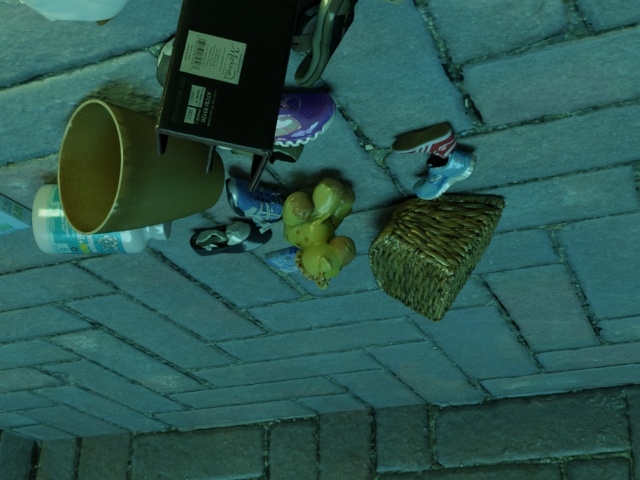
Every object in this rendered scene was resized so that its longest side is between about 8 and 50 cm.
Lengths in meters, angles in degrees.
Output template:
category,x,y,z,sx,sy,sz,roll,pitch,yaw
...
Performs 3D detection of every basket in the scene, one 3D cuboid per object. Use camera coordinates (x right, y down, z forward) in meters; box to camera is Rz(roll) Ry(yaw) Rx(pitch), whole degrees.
category,x,y,z,sx,sy,sz,roll,pitch,yaw
basket,0.245,0.003,2.117,0.213,0.223,0.299,31,159,13

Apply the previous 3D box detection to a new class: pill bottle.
category,x,y,z,sx,sy,sz,roll,pitch,yaw
pill bottle,-0.445,-0.046,1.974,0.264,0.146,0.146,-1,155,3

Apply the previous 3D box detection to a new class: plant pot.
category,x,y,z,sx,sy,sz,roll,pitch,yaw
plant pot,-0.311,-0.120,1.750,0.254,0.237,0.237,4,159,-41

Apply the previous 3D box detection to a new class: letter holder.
category,x,y,z,sx,sy,sz,roll,pitch,yaw
letter holder,-0.127,-0.244,1.343,0.152,0.302,0.214,11,165,-7

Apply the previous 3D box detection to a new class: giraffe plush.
category,x,y,z,sx,sy,sz,roll,pitch,yaw
giraffe plush,0.000,0.000,1.952,0.210,0.170,0.181,-33,158,14

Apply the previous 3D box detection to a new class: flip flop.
category,x,y,z,sx,sy,sz,roll,pitch,yaw
flip flop,-0.006,-0.315,1.414,0.080,0.112,0.277,30,168,0

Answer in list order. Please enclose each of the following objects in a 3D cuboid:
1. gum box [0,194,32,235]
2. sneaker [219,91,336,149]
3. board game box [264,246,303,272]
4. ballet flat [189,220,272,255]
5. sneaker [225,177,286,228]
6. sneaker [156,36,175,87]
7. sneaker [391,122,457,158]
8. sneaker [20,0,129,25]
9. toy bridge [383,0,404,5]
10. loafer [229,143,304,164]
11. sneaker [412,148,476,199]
category,x,y,z,sx,sy,sz,roll,pitch,yaw
gum box,-0.744,-0.065,2.067,0.157,0.041,0.184,-13,152,28
sneaker,-0.093,-0.222,1.654,0.236,0.095,0.104,-5,147,16
board game box,-0.072,0.048,2.309,0.090,0.020,0.090,-15,151,33
ballet flat,-0.207,-0.006,2.144,0.203,0.074,0.074,-10,153,27
sneaker,-0.126,-0.086,1.971,0.081,0.080,0.211,-17,160,21
sneaker,-0.191,-0.278,1.510,0.078,0.106,0.234,22,148,-36
sneaker,0.197,-0.176,1.791,0.118,0.042,0.067,-14,148,25
sneaker,-0.413,-0.363,1.336,0.290,0.106,0.123,14,150,-29
toy bridge,0.038,-0.381,1.376,0.188,0.026,0.063,17,152,-28
loafer,-0.104,-0.172,1.800,0.148,0.050,0.056,0,155,3
sneaker,0.230,-0.139,1.873,0.073,0.063,0.162,32,141,-19
